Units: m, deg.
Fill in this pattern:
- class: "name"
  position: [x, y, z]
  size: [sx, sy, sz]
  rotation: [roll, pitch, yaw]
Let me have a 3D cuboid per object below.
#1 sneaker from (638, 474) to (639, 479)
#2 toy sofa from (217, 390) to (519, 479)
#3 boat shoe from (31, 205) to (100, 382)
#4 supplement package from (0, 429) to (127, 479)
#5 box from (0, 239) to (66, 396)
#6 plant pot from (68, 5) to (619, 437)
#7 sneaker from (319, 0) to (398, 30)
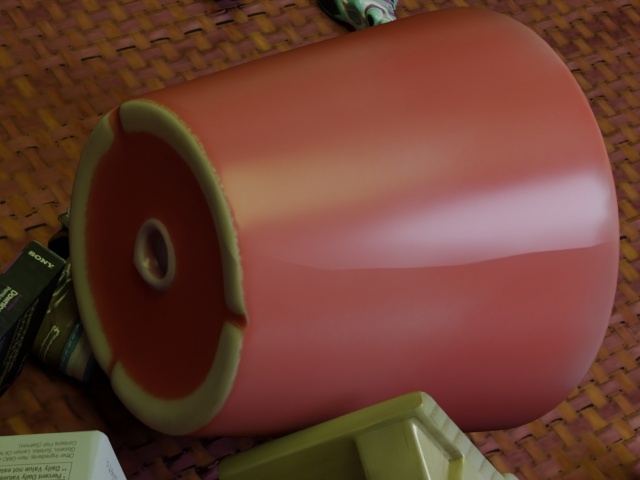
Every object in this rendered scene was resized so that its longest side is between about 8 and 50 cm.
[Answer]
- class: "sneaker"
  position: [0.188, 0.209, 1.187]
  size: [0.122, 0.110, 0.283]
  rotation: [21, 44, -1]
- class: "toy sofa"
  position: [0.025, 0.276, 1.016]
  size: [0.177, 0.150, 0.362]
  rotation: [47, 34, -32]
- class: "boat shoe"
  position: [-0.141, 0.006, 1.247]
  size: [0.066, 0.066, 0.183]
  rotation: [24, 44, -1]
- class: "supplement package"
  position: [-0.180, 0.252, 0.861]
  size: [0.198, 0.199, 0.262]
  rotation: [-5, 45, 12]
- class: "box"
  position: [-0.209, 0.086, 1.107]
  size: [0.029, 0.116, 0.162]
  rotation: [31, 45, 2]
- class: "plant pot"
  position: [0.000, 0.000, 1.159]
  size: [0.243, 0.275, 0.275]
  rotation: [-8, 54, -34]
- class: "sneaker"
  position: [0.053, -0.181, 1.528]
  size: [0.069, 0.038, 0.098]
  rotation: [-24, 64, -38]
